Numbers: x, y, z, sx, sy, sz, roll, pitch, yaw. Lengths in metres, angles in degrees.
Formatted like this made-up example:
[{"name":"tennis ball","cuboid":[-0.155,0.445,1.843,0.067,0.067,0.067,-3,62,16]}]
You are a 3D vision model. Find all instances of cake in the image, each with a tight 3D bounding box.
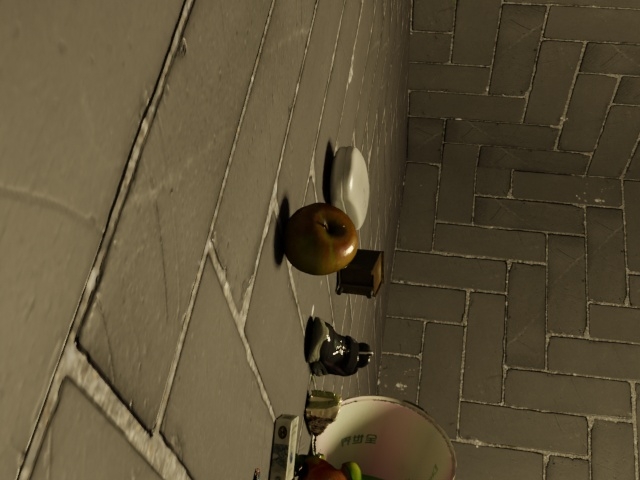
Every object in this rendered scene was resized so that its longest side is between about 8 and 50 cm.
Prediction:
[{"name":"cake","cuboid":[-0.007,0.288,1.290,0.140,0.055,0.051,116,-15,-60]}]

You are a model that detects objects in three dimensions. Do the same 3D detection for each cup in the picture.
[{"name":"cup","cuboid":[0.092,0.459,1.422,0.253,0.253,0.274,-72,174,-55]}]

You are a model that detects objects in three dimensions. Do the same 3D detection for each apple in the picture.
[{"name":"apple","cuboid":[0.000,0.000,0.921,0.074,0.089,0.090,105,-2,-49]}]

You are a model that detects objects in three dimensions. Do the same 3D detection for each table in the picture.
[{"name":"table","cuboid":[0.073,0.065,1.494,0.082,0.083,0.070,-57,149,-58]}]

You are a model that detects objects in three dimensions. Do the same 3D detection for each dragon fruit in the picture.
[{"name":"dragon fruit","cuboid":[-0.002,0.362,1.118,0.142,0.138,0.175,-49,-148,9]}]

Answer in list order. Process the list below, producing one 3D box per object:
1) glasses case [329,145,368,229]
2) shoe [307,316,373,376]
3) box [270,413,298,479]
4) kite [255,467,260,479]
[{"name":"glasses case","cuboid":[0.049,-0.083,1.298,0.233,0.059,0.092,70,25,-73]},{"name":"shoe","cuboid":[0.034,0.175,1.235,0.169,0.099,0.071,77,22,-63]},{"name":"box","cuboid":[-0.047,0.270,1.011,0.054,0.024,0.083,37,58,-82]},{"name":"kite","cuboid":[-0.079,0.357,0.895,0.232,0.009,0.189,50,46,-78]}]
